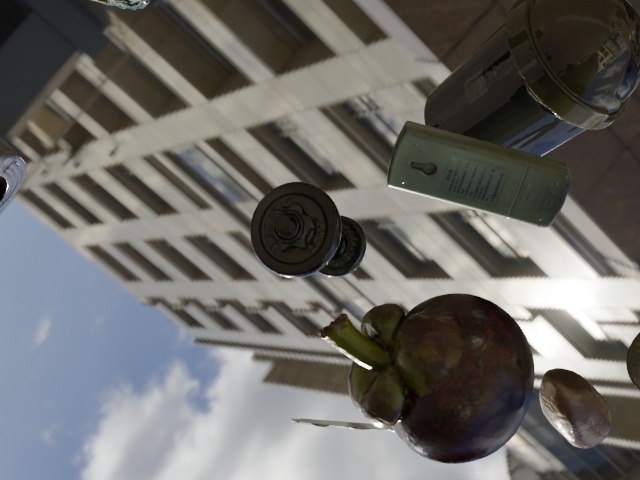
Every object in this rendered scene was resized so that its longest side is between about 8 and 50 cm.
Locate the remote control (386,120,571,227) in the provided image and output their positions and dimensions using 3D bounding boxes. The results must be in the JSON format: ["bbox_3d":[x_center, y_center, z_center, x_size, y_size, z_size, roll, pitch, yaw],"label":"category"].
[{"bbox_3d":[0.206,-0.085,1.438,0.038,0.234,0.098,-78,-177,-54],"label":"remote control"}]

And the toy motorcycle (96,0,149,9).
[{"bbox_3d":[-0.306,-0.436,1.564,0.410,0.237,0.168,-16,-126,64],"label":"toy motorcycle"}]

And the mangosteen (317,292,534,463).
[{"bbox_3d":[0.093,0.120,0.940,0.156,0.181,0.145,-61,-141,35],"label":"mangosteen"}]

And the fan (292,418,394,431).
[{"bbox_3d":[0.051,0.199,1.170,0.240,0.131,0.009,-3,-101,43],"label":"fan"}]

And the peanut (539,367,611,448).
[{"bbox_3d":[0.317,0.209,1.373,0.076,0.152,0.076,-18,-132,21],"label":"peanut"}]

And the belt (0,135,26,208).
[{"bbox_3d":[-0.644,-0.113,1.956,0.212,0.117,0.347,-43,177,-3],"label":"belt"}]

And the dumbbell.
[{"bbox_3d":[0.000,0.000,1.324,0.110,0.110,0.254,-45,161,8],"label":"dumbbell"}]

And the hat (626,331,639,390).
[{"bbox_3d":[0.586,0.196,1.883,0.146,0.067,0.146,-16,-121,29],"label":"hat"}]

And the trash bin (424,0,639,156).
[{"bbox_3d":[0.314,-0.226,1.540,0.334,0.214,0.214,-41,-160,48],"label":"trash bin"}]
